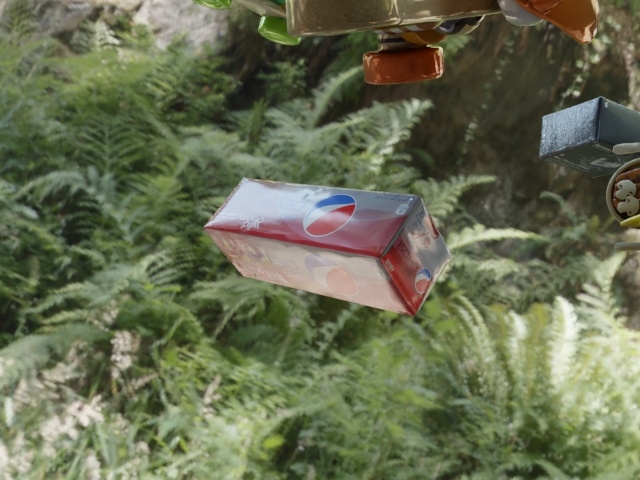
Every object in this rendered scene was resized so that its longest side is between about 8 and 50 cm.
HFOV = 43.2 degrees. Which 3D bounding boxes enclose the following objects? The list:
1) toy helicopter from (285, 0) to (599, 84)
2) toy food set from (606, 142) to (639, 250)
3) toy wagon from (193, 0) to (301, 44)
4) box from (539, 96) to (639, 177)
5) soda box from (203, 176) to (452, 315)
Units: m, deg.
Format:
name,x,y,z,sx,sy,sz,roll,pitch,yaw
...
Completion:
name,x,y,z,sx,sy,sz,roll,pitch,yaw
toy helicopter,0.094,-0.197,0.677,0.234,0.140,0.355,3,17,27
toy food set,0.527,-0.080,1.298,0.132,0.192,0.038,-5,-18,30
toy wagon,-0.026,-0.383,0.995,0.068,0.267,0.344,15,0,44
box,0.538,-0.197,1.570,0.155,0.093,0.158,14,-13,-25
soda box,0.000,0.000,0.854,0.263,0.083,0.092,9,-36,44
